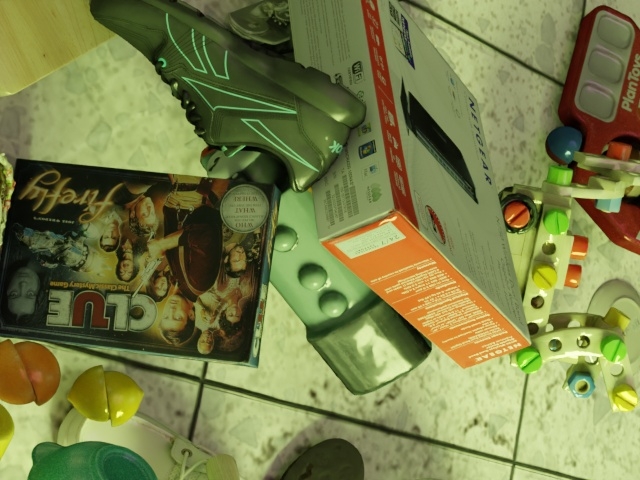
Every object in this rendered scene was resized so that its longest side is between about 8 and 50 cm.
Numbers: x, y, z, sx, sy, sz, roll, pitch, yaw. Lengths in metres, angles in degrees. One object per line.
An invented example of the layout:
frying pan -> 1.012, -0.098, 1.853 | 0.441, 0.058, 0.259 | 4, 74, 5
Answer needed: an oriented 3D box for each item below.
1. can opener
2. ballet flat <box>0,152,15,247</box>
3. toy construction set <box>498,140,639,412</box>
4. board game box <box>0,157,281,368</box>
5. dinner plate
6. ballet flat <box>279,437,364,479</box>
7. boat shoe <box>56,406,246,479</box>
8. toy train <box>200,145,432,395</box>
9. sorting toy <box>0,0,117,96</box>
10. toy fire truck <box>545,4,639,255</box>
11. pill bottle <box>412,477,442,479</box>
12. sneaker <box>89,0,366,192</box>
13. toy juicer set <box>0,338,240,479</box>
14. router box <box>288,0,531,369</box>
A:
can opener -> 0.013, -0.251, 1.511 | 0.283, 0.076, 0.095 | -28, 138, -39
ballet flat -> -0.318, 0.024, 1.190 | 0.091, 0.077, 0.241 | 10, 82, -41
toy construction set -> 0.305, 0.033, 1.648 | 0.215, 0.151, 0.328 | 10, 88, 2
board game box -> -0.167, 0.020, 1.234 | 0.042, 0.243, 0.165 | 51, 45, -78
dinner plate -> 0.410, 0.124, 1.858 | 0.141, 0.017, 0.141 | 3, 86, -42
ballet flat -> -0.031, 0.317, 1.445 | 0.084, 0.058, 0.250 | 30, 57, 2
boat shoe -> -0.123, 0.240, 1.316 | 0.277, 0.096, 0.098 | 36, 64, -20
toy train -> 0.000, 0.000, 1.384 | 0.334, 0.142, 0.190 | 54, 17, -25
sorting toy -> -0.267, -0.296, 1.241 | 0.255, 0.089, 0.257 | -38, 112, -36
toy fire truck -> 0.422, -0.135, 1.808 | 0.254, 0.169, 0.302 | 23, 71, -12
pill bottle -> 0.142, 0.383, 1.545 | 0.117, 0.117, 0.208 | -43, 114, -34
sneaker -> -0.095, -0.140, 1.208 | 0.267, 0.101, 0.106 | 28, 94, 4
toy juicer set -> -0.185, 0.212, 1.208 | 0.329, 0.089, 0.209 | 34, 24, -13
router box -> 0.089, -0.081, 1.383 | 0.301, 0.082, 0.335 | 41, 33, -48
